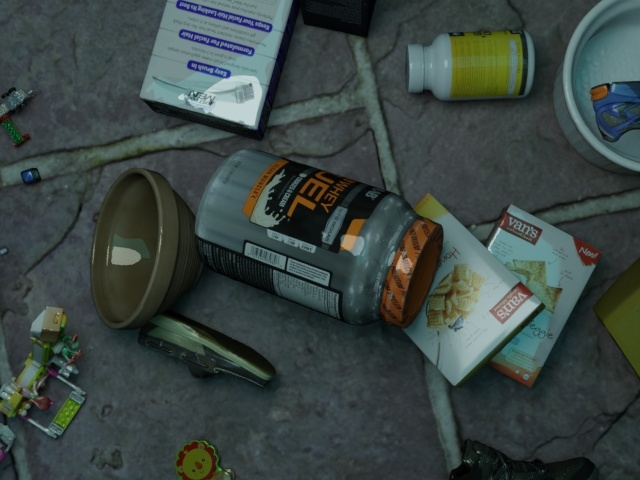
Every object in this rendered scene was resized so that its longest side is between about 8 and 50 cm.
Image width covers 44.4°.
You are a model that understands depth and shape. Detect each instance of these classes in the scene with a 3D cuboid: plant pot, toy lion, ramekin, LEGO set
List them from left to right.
[{"bbox_3d":[-0.555,-0.169,1.255,0.244,0.060,0.183,14,100,4],"label":"LEGO set"},{"bbox_3d":[-0.405,0.213,1.177,0.107,0.132,0.287,34,111,-2],"label":"LEGO set"},{"bbox_3d":[-0.245,0.017,1.165,0.109,0.237,0.237,10,87,-37],"label":"plant pot"},{"bbox_3d":[-0.189,0.364,1.215,0.096,0.034,0.100,36,89,10],"label":"toy lion"},{"bbox_3d":[0.483,-0.227,1.165,0.277,0.135,0.277,0,87,2],"label":"ramekin"},{"bbox_3d":[0.516,0.117,1.124,0.187,0.212,0.212,-34,87,14],"label":"plant pot"}]

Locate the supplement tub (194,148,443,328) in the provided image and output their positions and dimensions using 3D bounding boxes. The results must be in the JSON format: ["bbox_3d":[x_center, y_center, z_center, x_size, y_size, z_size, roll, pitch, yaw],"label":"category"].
[{"bbox_3d":[0.000,0.000,1.106,0.316,0.193,0.194,19,88,19],"label":"supplement tub"}]

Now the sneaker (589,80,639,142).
[{"bbox_3d":[0.477,-0.174,1.064,0.221,0.083,0.087,0,100,7],"label":"sneaker"}]

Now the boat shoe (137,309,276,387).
[{"bbox_3d":[-0.177,0.175,1.201,0.223,0.080,0.073,26,94,8],"label":"boat shoe"}]

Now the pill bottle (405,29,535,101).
[{"bbox_3d":[0.224,-0.264,1.191,0.184,0.103,0.103,-2,87,1],"label":"pill bottle"}]

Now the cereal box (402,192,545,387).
[{"bbox_3d":[0.182,0.071,1.152,0.173,0.047,0.240,-46,63,6],"label":"cereal box"}]

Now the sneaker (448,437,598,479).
[{"bbox_3d":[0.293,0.347,1.168,0.227,0.087,0.130,-20,93,6],"label":"sneaker"}]

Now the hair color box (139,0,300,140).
[{"bbox_3d":[-0.135,-0.344,1.206,0.185,0.110,0.339,16,86,1],"label":"hair color box"}]

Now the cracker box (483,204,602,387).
[{"bbox_3d":[0.298,0.083,1.190,0.155,0.067,0.232,28,88,4],"label":"cracker box"}]

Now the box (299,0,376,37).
[{"bbox_3d":[0.035,-0.409,1.153,0.108,0.207,0.153,13,87,3],"label":"box"}]
